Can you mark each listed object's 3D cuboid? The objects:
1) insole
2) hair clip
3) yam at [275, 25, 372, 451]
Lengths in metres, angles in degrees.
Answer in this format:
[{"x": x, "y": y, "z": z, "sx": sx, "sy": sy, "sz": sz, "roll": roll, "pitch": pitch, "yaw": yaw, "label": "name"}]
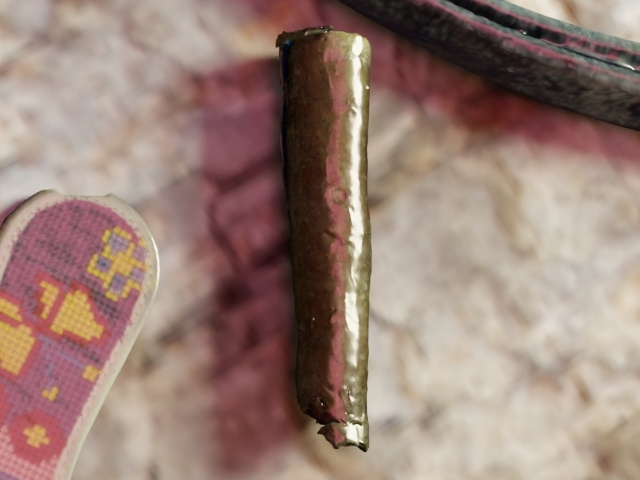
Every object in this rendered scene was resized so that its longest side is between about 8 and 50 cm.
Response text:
[{"x": -0.099, "y": 0.072, "z": 0.554, "sx": 0.065, "sy": 0.004, "sz": 0.197, "roll": 29, "pitch": 70, "yaw": -12, "label": "insole"}, {"x": 0.109, "y": -0.063, "z": 0.639, "sx": 0.275, "sy": 0.048, "sz": 0.083, "roll": 11, "pitch": 79, "yaw": -17, "label": "hair clip"}, {"x": 0.000, "y": 0.000, "z": 0.594, "sx": 0.033, "sy": 0.027, "sz": 0.129, "roll": 7, "pitch": 77, "yaw": -29, "label": "yam"}]
